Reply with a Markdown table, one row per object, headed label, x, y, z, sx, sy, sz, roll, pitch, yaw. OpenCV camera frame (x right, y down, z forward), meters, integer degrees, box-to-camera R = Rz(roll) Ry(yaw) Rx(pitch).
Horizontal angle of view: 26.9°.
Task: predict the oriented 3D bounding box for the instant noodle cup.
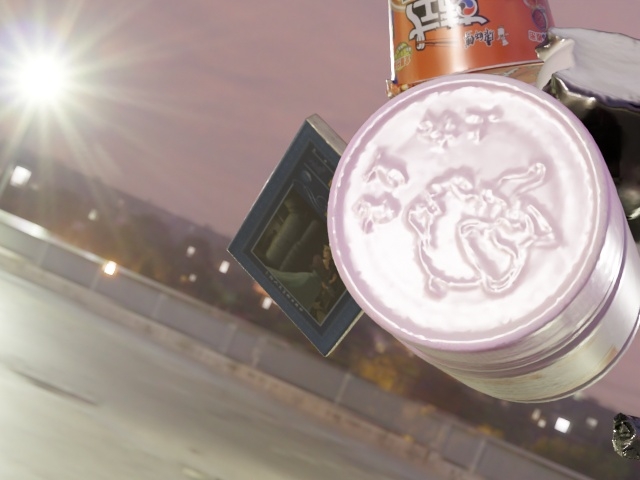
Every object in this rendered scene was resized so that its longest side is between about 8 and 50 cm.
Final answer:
| label | x | y | z | sx | sy | sz | roll | pitch | yaw |
| --- | --- | --- | --- | --- | --- | --- | --- | --- | --- |
| instant noodle cup | 0.196 | -0.302 | 1.795 | 0.250 | 0.192 | 0.250 | -10 | -2 | 0 |

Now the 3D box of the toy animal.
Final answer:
| label | x | y | z | sx | sy | sz | roll | pitch | yaw |
| --- | --- | --- | --- | --- | --- | --- | --- | --- | --- |
| toy animal | 0.298 | -0.053 | 1.481 | 0.251 | 0.310 | 0.251 | 9 | 33 | -6 |

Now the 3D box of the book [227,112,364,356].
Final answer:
| label | x | y | z | sx | sy | sz | roll | pitch | yaw |
| --- | --- | --- | --- | --- | --- | --- | --- | --- | --- |
| book | 0.000 | 0.000 | 1.588 | 0.191 | 0.025 | 0.269 | 47 | -42 | 10 |

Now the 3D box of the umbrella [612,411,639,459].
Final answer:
| label | x | y | z | sx | sy | sz | roll | pitch | yaw |
| --- | --- | --- | --- | --- | --- | --- | --- | --- | --- |
| umbrella | 0.288 | 0.163 | 1.051 | 0.133 | 0.036 | 0.031 | 12 | 8 | -16 |

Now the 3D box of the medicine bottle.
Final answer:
| label | x | y | z | sx | sy | sz | roll | pitch | yaw |
| --- | --- | --- | --- | --- | --- | --- | --- | --- | --- |
| medicine bottle | 0.140 | 0.012 | 1.040 | 0.202 | 0.202 | 0.316 | 22 | -6 | 22 |
